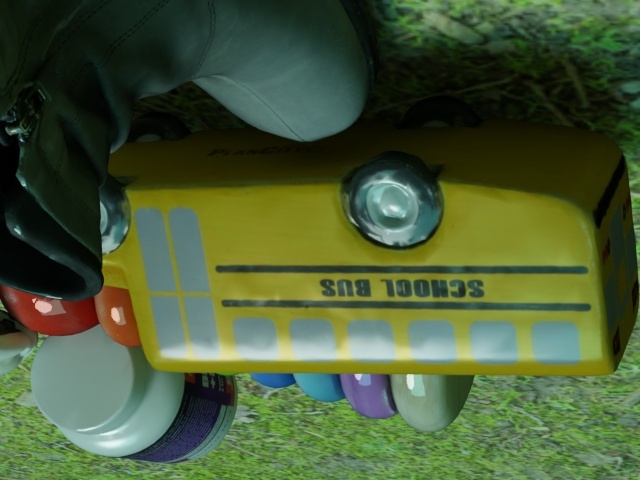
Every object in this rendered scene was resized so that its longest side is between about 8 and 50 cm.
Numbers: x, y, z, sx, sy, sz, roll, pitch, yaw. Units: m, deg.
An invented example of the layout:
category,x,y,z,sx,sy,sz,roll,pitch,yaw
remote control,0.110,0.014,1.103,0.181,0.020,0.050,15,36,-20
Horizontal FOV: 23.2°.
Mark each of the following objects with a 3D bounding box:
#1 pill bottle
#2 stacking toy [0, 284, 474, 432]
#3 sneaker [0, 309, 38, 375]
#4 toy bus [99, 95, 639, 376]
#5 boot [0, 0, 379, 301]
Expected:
category,x,y,z,sx,sy,sz,roll,pitch,yaw
pill bottle,-0.141,0.111,1.180,0.108,0.108,0.193,2,170,16
stacking toy,-0.064,0.032,1.025,0.330,0.141,0.141,8,157,16
sneaker,-0.288,0.092,1.145,0.110,0.118,0.292,30,166,-17
toy bus,0.000,0.000,0.868,0.333,0.108,0.130,-1,113,21
boot,-0.091,-0.069,0.673,0.118,0.222,0.338,-7,151,30
